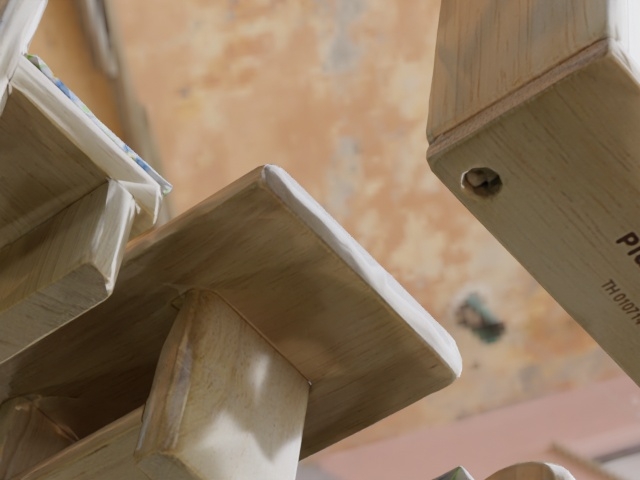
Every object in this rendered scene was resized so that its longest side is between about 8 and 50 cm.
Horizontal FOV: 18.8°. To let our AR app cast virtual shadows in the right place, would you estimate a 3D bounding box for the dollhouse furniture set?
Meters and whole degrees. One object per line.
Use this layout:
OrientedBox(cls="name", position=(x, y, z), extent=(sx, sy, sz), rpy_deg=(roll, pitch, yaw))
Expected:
OrientedBox(cls="dollhouse furniture set", position=(0.000, 0.000, 0.477), extent=(0.242, 0.212, 0.161), rpy_deg=(-30, -151, 29))
